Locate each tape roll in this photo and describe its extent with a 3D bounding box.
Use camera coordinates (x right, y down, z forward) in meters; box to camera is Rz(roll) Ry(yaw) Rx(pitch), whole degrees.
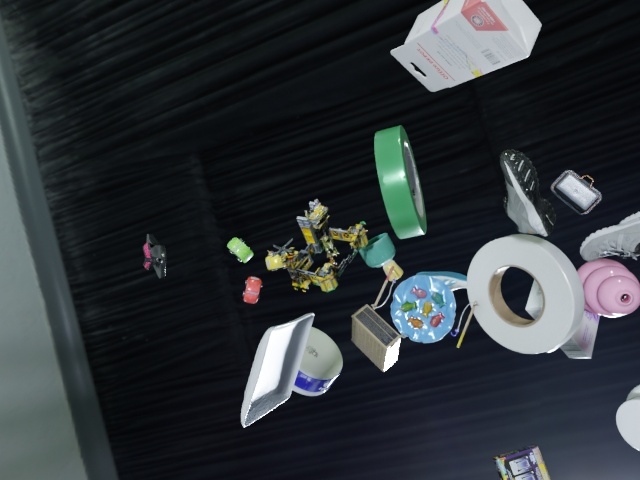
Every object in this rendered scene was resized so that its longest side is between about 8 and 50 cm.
[{"bbox_3d":[0.653,0.175,1.719,0.072,0.392,0.392,-11,84,-36],"label":"tape roll"},{"bbox_3d":[0.236,-0.168,1.538,0.321,0.077,0.322,-13,90,-73],"label":"tape roll"}]

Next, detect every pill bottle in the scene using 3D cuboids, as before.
[{"bbox_3d":[0.578,0.282,0.873,0.186,0.112,0.112,-6,77,-34],"label":"pill bottle"}]

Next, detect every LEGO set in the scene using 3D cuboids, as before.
[{"bbox_3d":[0.000,0.000,1.820,0.331,0.254,0.192,-45,133,-27],"label":"LEGO set"}]

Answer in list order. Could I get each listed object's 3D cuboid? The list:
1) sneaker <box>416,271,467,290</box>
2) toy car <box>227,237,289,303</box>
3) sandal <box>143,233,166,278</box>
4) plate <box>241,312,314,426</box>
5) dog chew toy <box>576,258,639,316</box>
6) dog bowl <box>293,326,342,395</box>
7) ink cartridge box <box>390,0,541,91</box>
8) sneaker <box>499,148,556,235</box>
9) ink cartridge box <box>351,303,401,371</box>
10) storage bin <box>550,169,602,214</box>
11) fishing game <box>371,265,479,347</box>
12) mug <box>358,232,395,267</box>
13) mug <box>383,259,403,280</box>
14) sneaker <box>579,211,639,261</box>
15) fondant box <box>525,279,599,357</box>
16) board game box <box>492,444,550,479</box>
[{"bbox_3d":[0.513,0.183,2.196,0.087,0.228,0.092,-46,136,-72],"label":"sneaker"},{"bbox_3d":[-0.245,0.078,1.904,0.225,0.239,0.053,44,-12,-2],"label":"toy car"},{"bbox_3d":[-0.352,0.032,1.095,0.179,0.040,0.067,30,-65,57],"label":"sandal"},{"bbox_3d":[-0.122,0.340,1.454,0.278,0.045,0.278,-3,110,-67],"label":"plate"},{"bbox_3d":[1.008,0.173,1.838,0.332,0.206,0.207,-15,89,-77],"label":"dog chew toy"},{"bbox_3d":[-0.049,0.465,2.064,0.264,0.104,0.265,22,33,-15],"label":"dog bowl"},{"bbox_3d":[0.215,-0.310,0.813,0.115,0.198,0.067,35,70,-26],"label":"ink cartridge box"},{"bbox_3d":[0.515,-0.114,1.372,0.272,0.108,0.100,55,53,-27],"label":"sneaker"},{"bbox_3d":[0.216,0.389,2.092,0.193,0.088,0.235,43,-22,27],"label":"ink cartridge box"},{"bbox_3d":[0.755,-0.146,1.547,0.135,0.098,0.091,44,18,14],"label":"storage bin"},{"bbox_3d":[0.276,0.188,1.443,0.189,0.264,0.041,-65,159,6],"label":"fishing game"},{"bbox_3d":[0.234,0.038,2.042,0.097,0.157,0.129,60,-21,-6],"label":"mug"},{"bbox_3d":[0.267,0.106,1.947,0.062,0.078,0.064,-46,112,-27],"label":"mug"},{"bbox_3d":[0.892,0.012,1.567,0.281,0.105,0.115,127,-43,-59],"label":"sneaker"},{"bbox_3d":[0.945,0.264,2.041,0.330,0.096,0.238,44,58,-23],"label":"fondant box"},{"bbox_3d":[0.643,0.750,1.662,0.048,0.141,0.170,91,-17,-75],"label":"board game box"}]
